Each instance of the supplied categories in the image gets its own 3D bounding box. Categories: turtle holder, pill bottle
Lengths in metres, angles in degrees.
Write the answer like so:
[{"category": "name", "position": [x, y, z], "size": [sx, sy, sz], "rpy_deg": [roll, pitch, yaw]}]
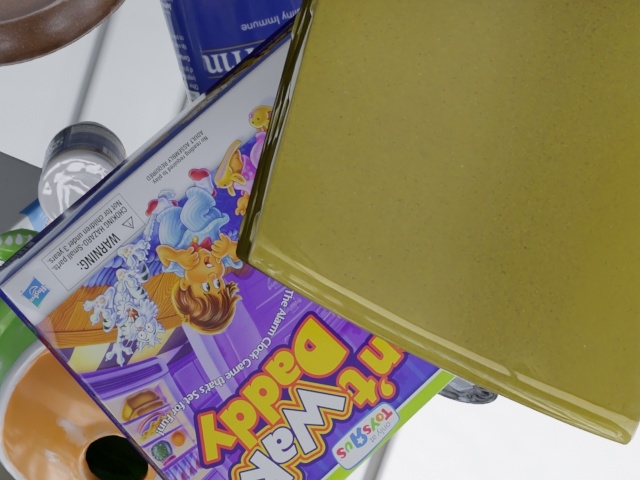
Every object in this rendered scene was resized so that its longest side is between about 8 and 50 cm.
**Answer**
[{"category": "turtle holder", "position": [-0.143, 0.122, 1.471], "size": [0.227, 0.243, 0.320], "rpy_deg": [36, -176, 27]}, {"category": "pill bottle", "position": [-0.034, -0.140, 1.391], "size": [0.153, 0.264, 0.153], "rpy_deg": [-14, -161, 5]}, {"category": "pill bottle", "position": [-0.186, -0.055, 1.375], "size": [0.067, 0.067, 0.120], "rpy_deg": [17, -163, -10]}]

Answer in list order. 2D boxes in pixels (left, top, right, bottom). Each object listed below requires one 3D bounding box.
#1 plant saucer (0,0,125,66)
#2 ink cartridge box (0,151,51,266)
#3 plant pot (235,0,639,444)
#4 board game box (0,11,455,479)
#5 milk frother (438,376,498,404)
[{"category": "plant saucer", "position": [-0.174, -0.171, 0.993], "size": [0.168, 0.168, 0.029], "rpy_deg": [7, -139, -45]}, {"category": "ink cartridge box", "position": [-0.307, 0.045, 1.583], "size": [0.086, 0.203, 0.148], "rpy_deg": [20, -145, 15]}, {"category": "plant pot", "position": [0.066, -0.035, 0.863], "size": [0.187, 0.212, 0.212], "rpy_deg": [15, 180, -6]}, {"category": "board game box", "position": [0.000, 0.000, 1.101], "size": [0.233, 0.347, 0.078], "rpy_deg": [51, 168, -13]}, {"category": "milk frother", "position": [0.146, 0.053, 1.490], "size": [0.143, 0.134, 0.129], "rpy_deg": [-3, 144, 43]}]
